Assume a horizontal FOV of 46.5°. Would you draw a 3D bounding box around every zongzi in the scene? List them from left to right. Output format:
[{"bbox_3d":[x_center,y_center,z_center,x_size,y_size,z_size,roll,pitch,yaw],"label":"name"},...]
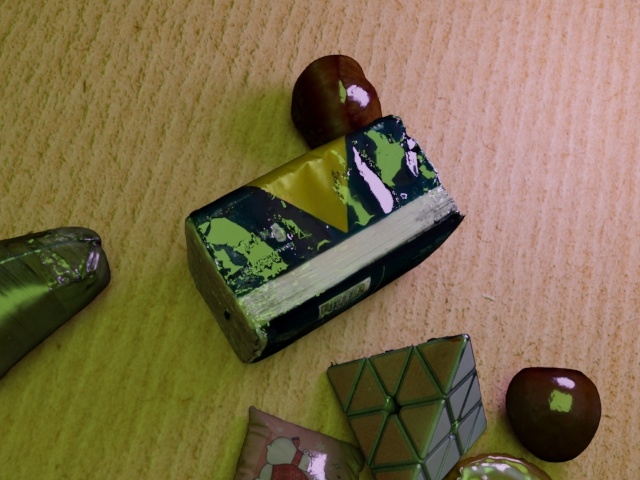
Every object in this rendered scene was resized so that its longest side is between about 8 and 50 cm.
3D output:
[{"bbox_3d":[-0.563,0.031,1.230,0.360,0.160,0.323,42,63,12],"label":"zongzi"}]

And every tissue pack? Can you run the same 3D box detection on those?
[{"bbox_3d":[0.000,0.000,1.283,0.417,0.264,0.253,-28,78,-18],"label":"tissue pack"}]

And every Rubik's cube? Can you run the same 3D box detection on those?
[{"bbox_3d":[0.162,0.285,1.243,0.228,0.229,0.233,-24,92,-2],"label":"Rubik's cube"}]

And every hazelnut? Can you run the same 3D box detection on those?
[{"bbox_3d":[0.030,-0.250,1.433,0.178,0.178,0.203,-36,112,-20],"label":"hazelnut"}]

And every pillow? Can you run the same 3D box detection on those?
[{"bbox_3d":[-0.045,0.404,1.217,0.224,0.084,0.236,16,47,-1],"label":"pillow"}]

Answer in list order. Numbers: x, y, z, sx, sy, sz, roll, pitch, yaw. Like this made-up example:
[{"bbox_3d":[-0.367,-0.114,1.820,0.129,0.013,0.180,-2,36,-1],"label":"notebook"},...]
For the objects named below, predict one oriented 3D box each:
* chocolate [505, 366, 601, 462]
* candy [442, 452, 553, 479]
[{"bbox_3d":[0.413,0.309,1.320,0.177,0.176,0.176,3,71,-10],"label":"chocolate"},{"bbox_3d":[0.300,0.489,1.257,0.260,0.118,0.259,4,68,-9],"label":"candy"}]
